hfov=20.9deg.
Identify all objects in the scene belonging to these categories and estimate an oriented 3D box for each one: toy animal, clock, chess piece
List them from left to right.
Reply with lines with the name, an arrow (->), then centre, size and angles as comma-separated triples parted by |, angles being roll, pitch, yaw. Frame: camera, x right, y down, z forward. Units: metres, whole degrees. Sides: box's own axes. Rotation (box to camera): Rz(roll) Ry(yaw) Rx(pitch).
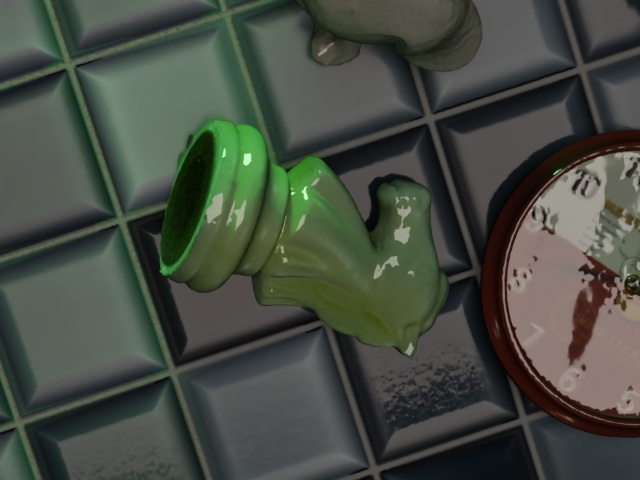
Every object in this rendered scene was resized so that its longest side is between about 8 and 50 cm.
chess piece -> 0.000, 0.000, 1.731 | 0.298, 0.176, 0.176 | 19, 94, -19
toy animal -> 0.053, -0.258, 1.639 | 0.271, 0.265, 0.206 | 32, 94, -9
clock -> 0.320, 0.046, 1.784 | 0.318, 0.080, 0.318 | 0, 91, -5
